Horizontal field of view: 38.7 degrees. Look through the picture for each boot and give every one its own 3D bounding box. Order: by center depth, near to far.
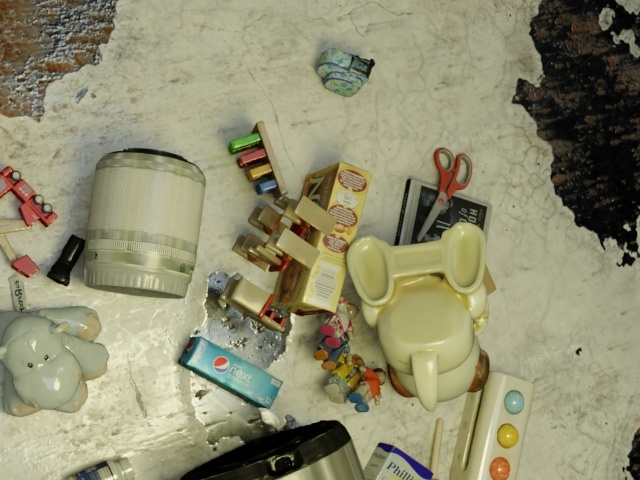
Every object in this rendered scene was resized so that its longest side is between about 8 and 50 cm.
[{"bbox_3d":[-0.494,0.038,1.789,0.045,0.121,0.099,35,78,-19],"label":"boot"}]

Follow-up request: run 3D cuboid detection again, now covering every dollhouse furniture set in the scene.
[{"bbox_3d":[-0.085,0.045,1.893,0.135,0.262,0.259,34,74,-20],"label":"dollhouse furniture set"}]

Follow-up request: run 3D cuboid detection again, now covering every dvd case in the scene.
[{"bbox_3d":[0.299,-0.032,2.201,0.239,0.029,0.179,16,78,-21],"label":"dvd case"}]

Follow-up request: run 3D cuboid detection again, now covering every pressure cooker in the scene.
[{"bbox_3d":[-0.057,0.600,1.768,0.375,0.370,0.420,-18,85,-31],"label":"pressure cooker"}]

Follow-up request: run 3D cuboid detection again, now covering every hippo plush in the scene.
[{"bbox_3d":[-0.504,0.194,1.698,0.234,0.236,0.294,-24,94,-24],"label":"hippo plush"}]

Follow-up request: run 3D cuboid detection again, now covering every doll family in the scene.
[{"bbox_3d":[0.048,0.249,1.997,0.163,0.118,0.263,-43,115,-58],"label":"doll family"}]

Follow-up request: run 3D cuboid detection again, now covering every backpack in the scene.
[{"bbox_3d":[0.049,-0.386,2.088,0.114,0.105,0.084,22,74,-15],"label":"backpack"}]

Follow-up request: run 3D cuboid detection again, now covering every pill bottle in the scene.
[{"bbox_3d":[-0.430,0.473,1.792,0.120,0.067,0.067,-20,92,-25],"label":"pill bottle"}]

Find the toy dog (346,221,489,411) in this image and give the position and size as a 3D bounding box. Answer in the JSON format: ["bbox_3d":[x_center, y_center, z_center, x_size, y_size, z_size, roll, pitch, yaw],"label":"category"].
[{"bbox_3d":[0.253,0.203,1.964,0.285,0.408,0.395,-16,58,4],"label":"toy dog"}]

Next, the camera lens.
[{"bbox_3d":[-0.347,-0.033,1.804,0.219,0.219,0.274,10,80,-23],"label":"camera lens"}]

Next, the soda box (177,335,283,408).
[{"bbox_3d":[-0.190,0.279,1.920,0.210,0.071,0.067,33,71,-17],"label":"soda box"}]

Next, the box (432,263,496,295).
[{"bbox_3d":[0.310,0.097,2.172,0.201,0.021,0.164,-30,104,-18],"label":"box"}]

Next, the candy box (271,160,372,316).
[{"bbox_3d":[0.000,0.000,1.977,0.087,0.183,0.316,21,76,-22],"label":"candy box"}]

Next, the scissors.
[{"bbox_3d":[0.300,-0.100,2.171,0.109,0.021,0.297,27,56,-18],"label":"scissors"}]

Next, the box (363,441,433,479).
[{"bbox_3d":[0.163,0.547,2.048,0.126,0.072,0.137,37,70,-17],"label":"box"}]

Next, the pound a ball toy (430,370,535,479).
[{"bbox_3d":[0.372,0.464,2.117,0.208,0.136,0.319,21,75,-21],"label":"pound a ball toy"}]

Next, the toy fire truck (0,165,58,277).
[{"bbox_3d":[-0.594,-0.036,1.789,0.135,0.047,0.192,-46,102,-20],"label":"toy fire truck"}]

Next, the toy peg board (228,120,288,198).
[{"bbox_3d":[-0.140,-0.160,1.957,0.079,0.161,0.160,-19,93,-7],"label":"toy peg board"}]
